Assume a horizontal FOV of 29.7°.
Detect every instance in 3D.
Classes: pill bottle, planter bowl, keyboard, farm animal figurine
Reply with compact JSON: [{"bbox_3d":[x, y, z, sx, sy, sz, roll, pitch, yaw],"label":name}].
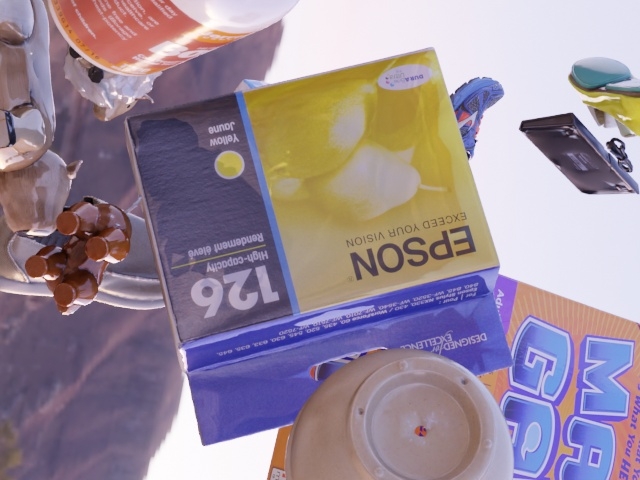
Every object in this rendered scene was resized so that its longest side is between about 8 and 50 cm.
[{"bbox_3d":[-0.081,-0.183,0.771,0.216,0.121,0.121,-8,-111,54],"label":"pill bottle"},{"bbox_3d":[0.060,0.141,0.819,0.109,0.162,0.162,102,-6,-64],"label":"planter bowl"},{"bbox_3d":[0.327,-0.103,1.452,0.108,0.180,0.023,1,-114,42],"label":"keyboard"},{"bbox_3d":[-0.293,-0.082,1.028,0.172,0.330,0.326,-31,132,-77],"label":"farm animal figurine"}]

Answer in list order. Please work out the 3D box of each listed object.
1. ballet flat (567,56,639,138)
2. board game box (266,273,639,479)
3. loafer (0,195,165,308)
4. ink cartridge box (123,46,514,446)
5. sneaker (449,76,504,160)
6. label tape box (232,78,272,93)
[{"bbox_3d":[0.362,-0.168,1.470,0.231,0.077,0.077,-121,-162,-70],"label":"ballet flat"},{"bbox_3d":[0.193,0.245,1.626,0.356,0.356,0.356,1,-105,55],"label":"board game box"},{"bbox_3d":[-0.218,0.009,1.220,0.087,0.251,0.094,-60,-140,44],"label":"loafer"},{"bbox_3d":[0.000,0.000,1.107,0.072,0.304,0.307,104,-29,-72],"label":"ink cartridge box"},{"bbox_3d":[0.195,-0.154,1.736,0.221,0.087,0.083,-42,173,-26],"label":"sneaker"},{"bbox_3d":[-0.097,-0.004,1.629,0.347,0.249,0.115,-51,158,17],"label":"label tape box"}]
